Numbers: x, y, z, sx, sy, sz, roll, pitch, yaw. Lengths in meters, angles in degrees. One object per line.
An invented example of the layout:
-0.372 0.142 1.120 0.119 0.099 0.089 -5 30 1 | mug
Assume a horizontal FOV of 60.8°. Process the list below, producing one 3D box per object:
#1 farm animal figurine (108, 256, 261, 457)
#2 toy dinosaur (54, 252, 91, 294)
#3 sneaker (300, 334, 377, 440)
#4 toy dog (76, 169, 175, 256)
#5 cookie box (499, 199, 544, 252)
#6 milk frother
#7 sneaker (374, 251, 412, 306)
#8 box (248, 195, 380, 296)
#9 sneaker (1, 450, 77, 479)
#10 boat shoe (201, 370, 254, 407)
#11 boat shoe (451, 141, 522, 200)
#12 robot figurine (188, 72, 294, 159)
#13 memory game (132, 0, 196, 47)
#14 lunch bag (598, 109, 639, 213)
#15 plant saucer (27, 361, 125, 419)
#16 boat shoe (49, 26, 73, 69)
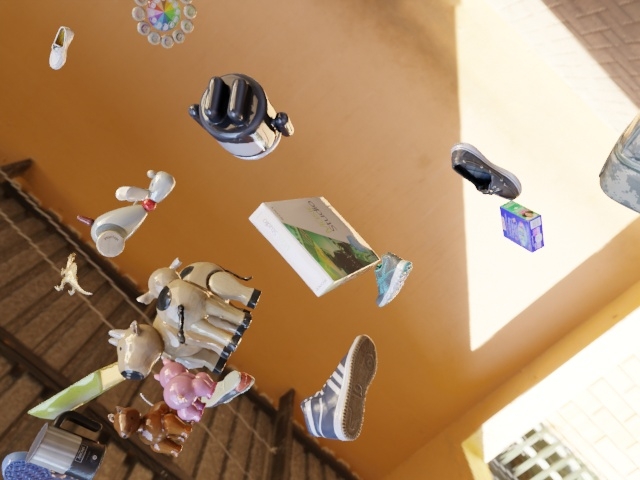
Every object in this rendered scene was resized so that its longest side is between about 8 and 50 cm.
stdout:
-0.210 0.132 0.810 0.172 0.330 0.326 28 -149 -4 | farm animal figurine
-0.726 0.113 1.587 0.053 0.092 0.183 14 -148 -48 | toy dinosaur
0.046 0.374 1.402 0.099 0.153 0.282 43 -133 -28 | sneaker
-0.628 -0.106 1.727 0.161 0.220 0.333 44 -123 -24 | toy dog
0.477 -0.034 1.295 0.107 0.040 0.091 47 159 58 | cookie box
-0.554 0.457 1.180 0.135 0.143 0.129 34 -154 -22 | milk frother
0.160 0.090 1.310 0.076 0.166 0.065 40 -135 21 | sneaker
0.000 0.000 1.280 0.232 0.058 0.322 47 -157 11 | box
-0.635 0.511 1.236 0.090 0.081 0.232 46 167 38 | sneaker
-0.189 0.301 1.095 0.043 0.137 0.049 24 -139 -40 | boat shoe
0.401 -0.149 1.323 0.229 0.080 0.076 33 -121 -27 | boat shoe
-0.196 -0.301 1.355 0.209 0.173 0.278 47 180 13 | robot figurine
-0.419 -0.617 1.475 0.012 0.186 0.186 35 -178 40 | memory game
0.634 -0.196 0.894 0.213 0.305 0.256 32 150 25 | lunch bag
-0.542 0.349 1.272 0.045 0.188 0.188 59 -177 4 | plant saucer
-0.601 -0.443 1.252 0.035 0.100 0.035 30 -169 3 | boat shoe
